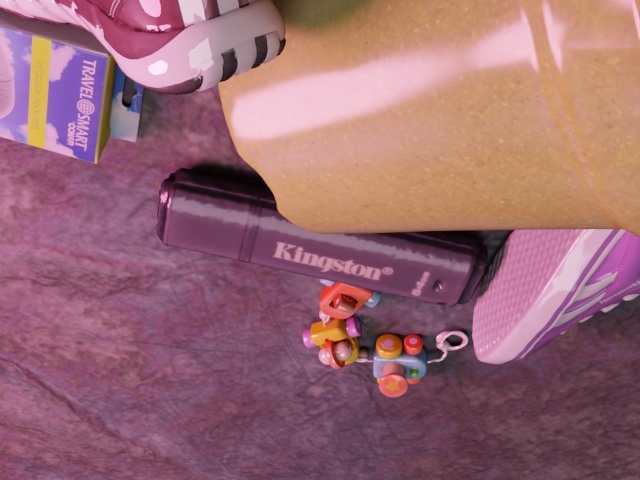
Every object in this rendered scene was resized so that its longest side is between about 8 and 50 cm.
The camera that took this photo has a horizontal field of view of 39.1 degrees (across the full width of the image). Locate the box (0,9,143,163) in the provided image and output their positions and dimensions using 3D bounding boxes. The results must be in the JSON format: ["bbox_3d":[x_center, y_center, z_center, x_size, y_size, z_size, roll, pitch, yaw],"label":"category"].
[{"bbox_3d":[-0.223,-0.124,0.671,0.178,0.042,0.109,15,135,-6],"label":"box"}]

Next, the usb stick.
[{"bbox_3d":[0.000,0.000,0.759,0.278,0.045,0.077,13,127,-6],"label":"usb stick"}]

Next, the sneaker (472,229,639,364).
[{"bbox_3d":[0.244,0.024,0.716,0.161,0.102,0.282,19,134,-15],"label":"sneaker"}]

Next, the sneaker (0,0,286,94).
[{"bbox_3d":[-0.124,-0.196,0.476,0.281,0.106,0.162,31,144,39],"label":"sneaker"}]

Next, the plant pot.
[{"bbox_3d":[0.090,-0.110,0.514,0.254,0.276,0.276,-10,133,32],"label":"plant pot"}]

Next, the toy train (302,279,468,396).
[{"bbox_3d":[0.052,0.093,0.845,0.166,0.046,0.125,30,131,-21],"label":"toy train"}]
